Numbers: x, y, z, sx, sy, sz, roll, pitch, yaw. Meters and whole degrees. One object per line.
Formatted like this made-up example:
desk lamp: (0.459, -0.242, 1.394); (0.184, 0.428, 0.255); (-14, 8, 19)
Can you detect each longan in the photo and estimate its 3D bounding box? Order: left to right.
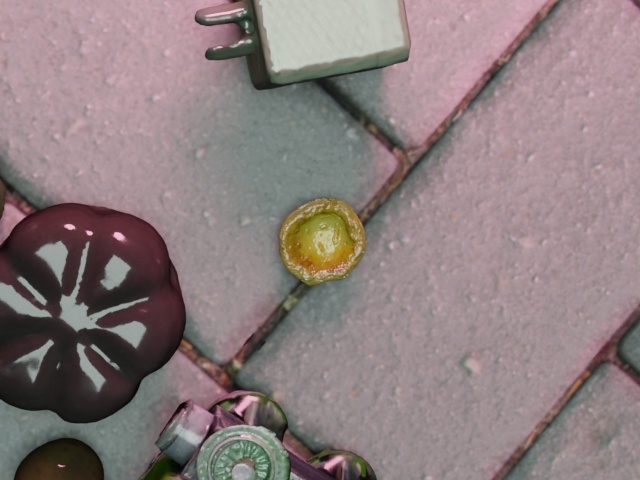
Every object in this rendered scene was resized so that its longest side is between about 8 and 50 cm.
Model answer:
longan: (-0.284, 0.272, 1.769); (0.113, 0.092, 0.113); (7, 76, -31)

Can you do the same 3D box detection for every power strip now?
power strip: (-0.028, -0.243, 1.767); (0.224, 0.140, 0.139); (-11, 96, -9)

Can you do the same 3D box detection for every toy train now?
toy train: (-0.075, 0.321, 1.779); (0.307, 0.173, 0.249); (35, 95, -11)

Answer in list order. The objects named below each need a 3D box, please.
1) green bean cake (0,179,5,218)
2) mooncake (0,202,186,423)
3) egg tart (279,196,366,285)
green bean cake: (-0.466, -0.047, 1.701); (0.227, 0.125, 0.222); (-42, 97, -8)
mooncake: (-0.266, 0.077, 1.746); (0.244, 0.133, 0.245); (0, 96, -4)
egg tart: (0.000, 0.000, 1.834); (0.105, 0.039, 0.105); (-1, 93, -11)
